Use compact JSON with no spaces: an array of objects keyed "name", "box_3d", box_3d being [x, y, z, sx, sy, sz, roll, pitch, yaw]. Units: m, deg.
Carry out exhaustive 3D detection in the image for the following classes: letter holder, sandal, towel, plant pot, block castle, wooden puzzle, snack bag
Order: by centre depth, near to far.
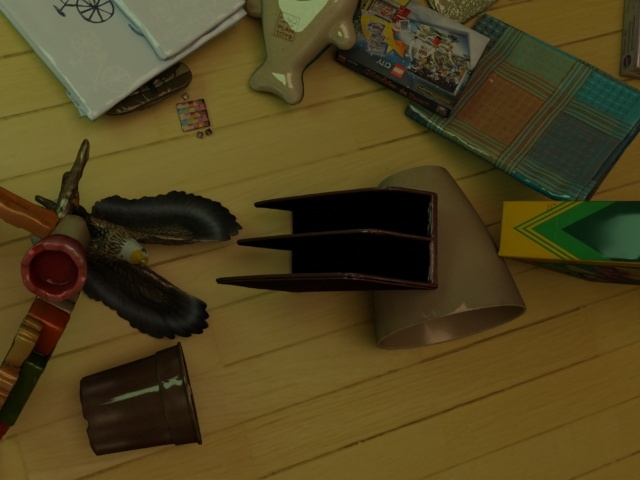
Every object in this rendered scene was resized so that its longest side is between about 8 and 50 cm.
[{"name":"block castle","box_3d":[-0.529,0.132,1.232,0.303,0.213,0.453,27,106,-15]},{"name":"letter holder","box_3d":[0.000,0.000,1.400,0.214,0.302,0.152,7,82,-47]},{"name":"plant pot","box_3d":[-0.284,0.260,1.412,0.165,0.167,0.167,-13,88,-9]},{"name":"snack bag","box_3d":[-0.349,-0.410,1.489,0.342,0.037,0.323,-39,86,-16]},{"name":"sandal","box_3d":[-0.302,-0.251,1.506,0.180,0.049,0.072,-22,79,-20]},{"name":"plant pot","box_3d":[0.191,0.021,1.533,0.256,0.256,0.274,-7,72,-16]},{"name":"wooden puzzle","box_3d":[-0.220,-0.216,1.546,0.049,0.006,0.083,-13,89,-16]},{"name":"towel","box_3d":[0.376,-0.240,1.606,0.370,0.040,0.271,33,74,21]},{"name":"towel","box_3d":[0.271,-0.472,1.694,0.148,0.027,0.110,-34,95,-16]}]

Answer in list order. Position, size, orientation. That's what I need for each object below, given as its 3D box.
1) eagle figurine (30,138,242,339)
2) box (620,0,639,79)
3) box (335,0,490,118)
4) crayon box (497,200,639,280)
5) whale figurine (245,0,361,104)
[{"name":"eagle figurine","box_3d":[-0.303,0.013,1.434,0.298,0.225,0.226,24,122,-41]},{"name":"box","box_3d":[0.649,-0.485,1.780,0.067,0.063,0.324,7,83,-13]},{"name":"box","box_3d":[0.165,-0.343,1.612,0.233,0.044,0.159,28,77,5]},{"name":"crayon box","box_3d":[0.525,0.010,1.495,0.363,0.313,0.106,14,82,-49]},{"name":"whale figurine","box_3d":[-0.028,-0.375,1.561,0.216,0.141,0.272,22,101,17]}]
